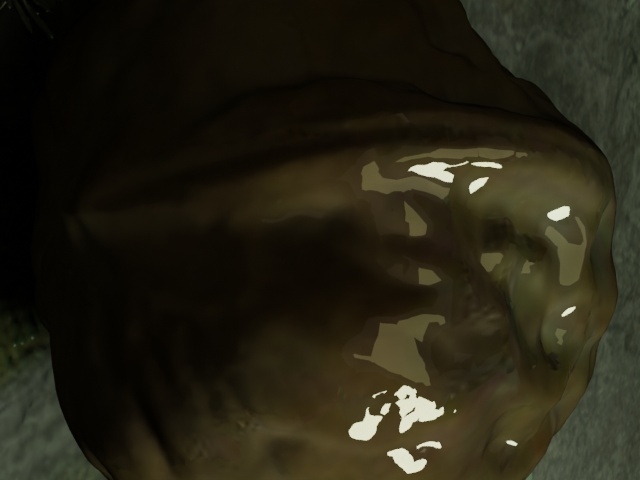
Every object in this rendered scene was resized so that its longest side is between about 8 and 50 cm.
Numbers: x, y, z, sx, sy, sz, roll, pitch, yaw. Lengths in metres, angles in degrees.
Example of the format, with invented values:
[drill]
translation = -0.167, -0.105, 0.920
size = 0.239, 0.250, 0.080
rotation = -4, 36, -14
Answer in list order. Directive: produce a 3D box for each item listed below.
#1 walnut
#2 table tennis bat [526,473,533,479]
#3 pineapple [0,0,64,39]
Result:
[walnut]
translation = 0.000, 0.003, 0.729
size = 0.273, 0.227, 0.273
rotation = -15, 110, -49
[table tennis bat]
translation = 0.090, 0.140, 1.087
size = 0.173, 0.022, 0.301
rotation = -32, 125, -50
[pineapple]
translation = -0.125, -0.142, 0.668
size = 0.058, 0.058, 0.124
rotation = -45, 138, -42
